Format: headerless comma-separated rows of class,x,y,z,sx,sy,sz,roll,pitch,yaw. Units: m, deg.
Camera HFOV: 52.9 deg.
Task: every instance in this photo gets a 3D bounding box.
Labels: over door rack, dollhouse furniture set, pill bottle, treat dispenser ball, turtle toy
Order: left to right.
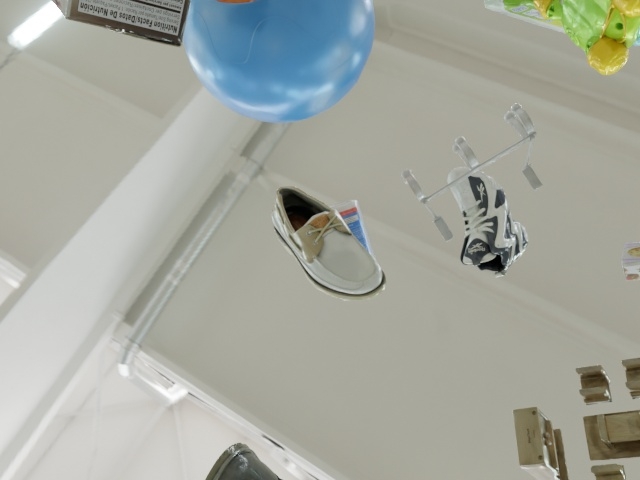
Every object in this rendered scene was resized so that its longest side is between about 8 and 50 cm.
treat dispenser ball,-0.062,-0.322,0.964,0.288,0.288,0.288,-4,-118,8
pill bottle,0.061,0.024,1.521,0.124,0.124,0.221,-17,-84,0
over door rack,0.294,-0.129,1.241,0.239,0.324,0.108,-31,-113,11
dollhouse furniture set,0.478,0.343,1.097,0.242,0.161,0.212,-17,-128,28
turtle toy,0.210,-0.186,0.448,0.066,0.130,0.095,-19,-122,-13

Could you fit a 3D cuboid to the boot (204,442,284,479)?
boot,-0.017,0.321,0.738,0.208,0.189,0.076,27,-102,27

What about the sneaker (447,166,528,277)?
sneaker,0.319,-0.025,1.293,0.094,0.235,0.153,-16,-152,44

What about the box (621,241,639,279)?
box,0.804,0.036,1.333,0.324,0.063,0.067,-4,-144,35

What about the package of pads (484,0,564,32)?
package of pads,0.409,-0.525,1.110,0.101,0.229,0.296,19,-75,57

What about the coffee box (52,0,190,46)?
coffee box,-0.184,-0.366,0.639,0.119,0.297,0.168,4,-155,-32

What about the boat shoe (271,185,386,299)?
boat shoe,0.000,0.000,1.169,0.113,0.103,0.302,-32,-137,-23
